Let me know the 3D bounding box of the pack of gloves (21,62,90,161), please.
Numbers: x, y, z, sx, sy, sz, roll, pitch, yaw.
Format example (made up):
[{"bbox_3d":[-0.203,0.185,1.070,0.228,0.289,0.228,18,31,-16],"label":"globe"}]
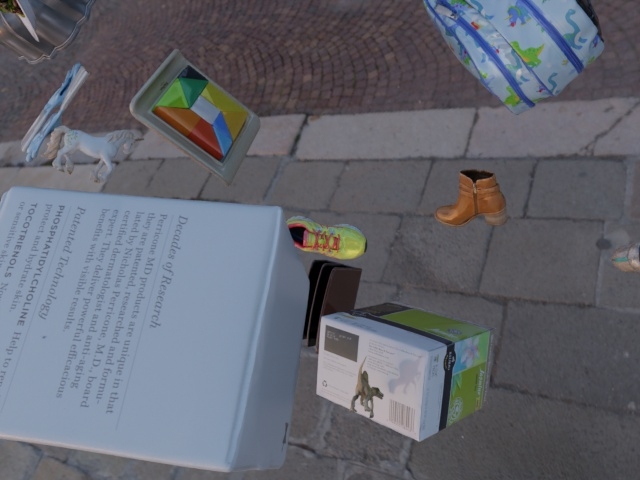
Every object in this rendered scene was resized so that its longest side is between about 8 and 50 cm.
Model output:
[{"bbox_3d":[-0.558,-0.270,1.146,0.232,0.046,0.195,-54,37,4],"label":"pack of gloves"}]

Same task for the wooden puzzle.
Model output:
[{"bbox_3d":[-0.234,-0.253,1.071,0.044,0.239,0.220,-30,30,39],"label":"wooden puzzle"}]

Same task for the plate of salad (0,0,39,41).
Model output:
[{"bbox_3d":[-0.477,-0.383,0.774,0.048,0.199,0.200,-32,44,-18],"label":"plate of salad"}]

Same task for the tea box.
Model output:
[{"bbox_3d":[0.218,0.308,1.367,0.329,0.324,0.219,11,101,44],"label":"tea box"}]

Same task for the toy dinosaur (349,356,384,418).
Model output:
[{"bbox_3d":[0.090,0.316,1.130,0.053,0.183,0.092,-2,54,20],"label":"toy dinosaur"}]

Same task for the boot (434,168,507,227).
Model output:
[{"bbox_3d":[0.364,-0.110,1.338,0.197,0.152,0.073,1,45,35],"label":"boot"}]

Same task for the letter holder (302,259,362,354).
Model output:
[{"bbox_3d":[0.007,0.228,1.880,0.152,0.214,0.301,13,94,31],"label":"letter holder"}]

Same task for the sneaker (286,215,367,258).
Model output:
[{"bbox_3d":[0.000,0.000,1.185,0.209,0.094,0.081,11,102,21],"label":"sneaker"}]

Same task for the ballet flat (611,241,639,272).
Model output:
[{"bbox_3d":[0.889,0.044,1.425,0.106,0.316,0.107,-17,70,57],"label":"ballet flat"}]

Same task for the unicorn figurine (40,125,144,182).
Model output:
[{"bbox_3d":[-0.406,-0.162,0.969,0.060,0.162,0.111,14,86,55],"label":"unicorn figurine"}]

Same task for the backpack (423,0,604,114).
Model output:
[{"bbox_3d":[0.331,-0.397,0.948,0.273,0.290,0.355,-52,50,10],"label":"backpack"}]

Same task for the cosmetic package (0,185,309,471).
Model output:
[{"bbox_3d":[-0.245,0.145,0.794,0.394,0.329,0.327,5,68,8],"label":"cosmetic package"}]

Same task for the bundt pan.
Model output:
[{"bbox_3d":[-0.621,-0.556,1.143,0.331,0.124,0.330,-7,76,30],"label":"bundt pan"}]
